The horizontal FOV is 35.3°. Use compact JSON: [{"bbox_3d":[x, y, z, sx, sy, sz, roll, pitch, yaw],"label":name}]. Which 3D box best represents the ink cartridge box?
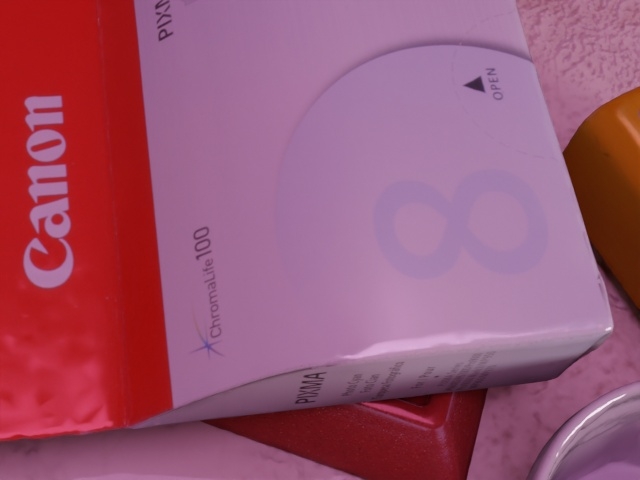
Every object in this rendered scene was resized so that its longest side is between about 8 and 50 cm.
[{"bbox_3d":[-0.061,-0.058,0.575,0.384,0.091,0.308,-4,65,-12],"label":"ink cartridge box"}]

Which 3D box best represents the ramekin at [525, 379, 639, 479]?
[{"bbox_3d":[0.191,0.187,0.535,0.207,0.109,0.207,3,64,-6],"label":"ramekin"}]

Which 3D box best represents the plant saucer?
[{"bbox_3d":[0.000,0.000,0.632,0.259,0.048,0.259,19,63,0],"label":"plant saucer"}]

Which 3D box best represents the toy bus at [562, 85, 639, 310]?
[{"bbox_3d":[0.293,0.049,0.618,0.130,0.108,0.333,-24,70,-18],"label":"toy bus"}]
